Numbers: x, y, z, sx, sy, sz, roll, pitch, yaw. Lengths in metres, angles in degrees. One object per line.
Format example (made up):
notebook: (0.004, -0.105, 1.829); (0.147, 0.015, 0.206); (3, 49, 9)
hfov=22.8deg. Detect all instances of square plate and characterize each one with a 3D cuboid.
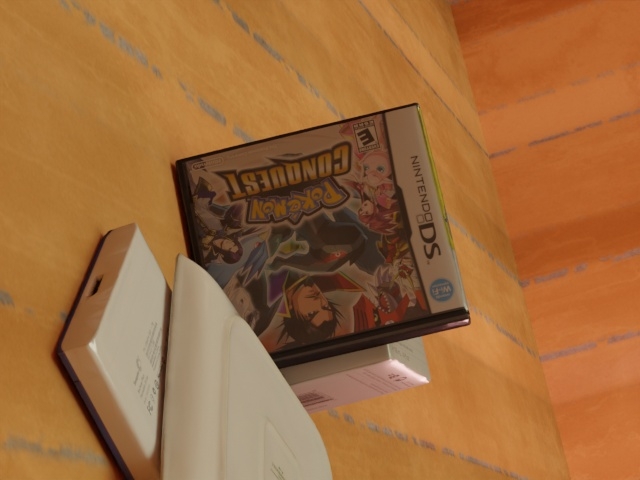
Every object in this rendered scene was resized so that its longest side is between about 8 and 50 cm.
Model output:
square plate: (-0.054, 0.237, 1.511); (0.344, 0.049, 0.347); (-92, 159, -45)

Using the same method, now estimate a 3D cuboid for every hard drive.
hard drive: (-0.136, 0.169, 1.464); (0.210, 0.040, 0.319); (-80, 150, -60)

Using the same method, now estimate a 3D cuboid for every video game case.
video game case: (0.000, 0.000, 1.694); (0.035, 0.274, 0.248); (66, 12, -72)

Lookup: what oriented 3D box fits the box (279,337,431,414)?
box: (0.009, 0.113, 1.786); (0.181, 0.182, 0.119); (35, 41, -68)
